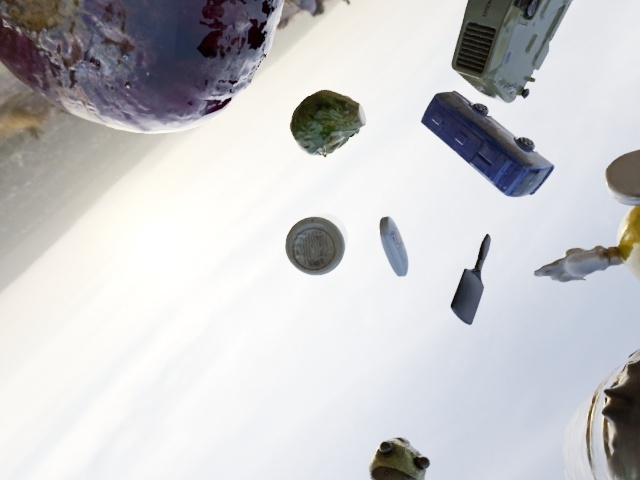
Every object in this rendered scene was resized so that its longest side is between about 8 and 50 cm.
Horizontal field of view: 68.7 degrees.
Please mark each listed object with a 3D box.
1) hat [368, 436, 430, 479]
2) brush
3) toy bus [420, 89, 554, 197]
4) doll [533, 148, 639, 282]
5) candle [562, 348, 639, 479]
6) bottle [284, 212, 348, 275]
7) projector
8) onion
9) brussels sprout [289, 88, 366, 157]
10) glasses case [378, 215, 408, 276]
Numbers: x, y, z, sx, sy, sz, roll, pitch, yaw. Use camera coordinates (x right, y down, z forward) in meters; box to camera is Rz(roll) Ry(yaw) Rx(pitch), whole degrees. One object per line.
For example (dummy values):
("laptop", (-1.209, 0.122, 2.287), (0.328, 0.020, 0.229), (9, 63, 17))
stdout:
("hat", (0.114, 0.318, 0.671), (0.077, 0.059, 0.076), (25, -156, 31))
("brush", (0.289, 0.065, 0.875), (0.016, 0.063, 0.193), (-13, -139, 55))
("toy bus", (0.281, -0.169, 0.819), (0.094, 0.236, 0.079), (-20, 147, -31))
("doll", (0.525, -0.022, 0.677), (0.349, 0.423, 0.161), (-2, -124, 1))
("candle", (0.349, 0.215, 0.432), (0.222, 0.342, 0.221), (-7, -117, 13))
("bottle", (0.000, 0.000, 0.894), (0.104, 0.104, 0.245), (-41, -179, 7))
("projector", (0.301, -0.353, 0.682), (0.088, 0.194, 0.269), (34, -72, 35))
("onion", (-0.216, -0.256, 0.488), (0.281, 0.337, 0.260), (-86, -161, -47))
("brussels sprout", (0.011, -0.289, 1.130), (0.183, 0.145, 0.131), (-33, -178, 20))
("glasses case", (0.177, 0.017, 1.125), (0.045, 0.178, 0.067), (-9, -136, 23))
